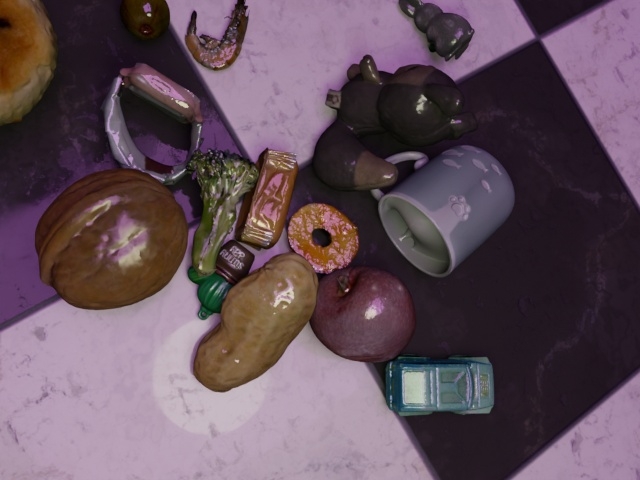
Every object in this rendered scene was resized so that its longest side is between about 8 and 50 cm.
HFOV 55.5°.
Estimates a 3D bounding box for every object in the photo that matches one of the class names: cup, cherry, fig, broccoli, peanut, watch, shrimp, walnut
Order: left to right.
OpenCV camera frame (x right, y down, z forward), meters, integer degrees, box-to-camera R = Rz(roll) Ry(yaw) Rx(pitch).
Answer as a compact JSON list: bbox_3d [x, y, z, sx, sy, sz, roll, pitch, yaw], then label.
[{"bbox_3d":[-0.453,0.001,1.323,0.332,0.333,0.333,3,80,-15],"label":"walnut"},{"bbox_3d":[-0.431,-0.614,1.525,0.124,0.124,0.236,8,65,-14],"label":"fig"},{"bbox_3d":[-0.405,-0.261,1.456,0.253,0.162,0.241,31,86,-15],"label":"watch"},{"bbox_3d":[-0.248,-0.066,1.409,0.165,0.145,0.304,21,71,-44],"label":"broccoli"},{"bbox_3d":[-0.268,-0.550,1.585,0.150,0.051,0.217,20,80,-4],"label":"shrimp"},{"bbox_3d":[-0.151,0.193,1.391,0.192,0.169,0.387,29,102,-38],"label":"peanut"},{"bbox_3d":[0.105,0.182,1.466,0.307,0.261,0.221,44,51,-42],"label":"cherry"},{"bbox_3d":[0.301,-0.117,1.588,0.274,0.259,0.356,-37,61,-19],"label":"cup"}]

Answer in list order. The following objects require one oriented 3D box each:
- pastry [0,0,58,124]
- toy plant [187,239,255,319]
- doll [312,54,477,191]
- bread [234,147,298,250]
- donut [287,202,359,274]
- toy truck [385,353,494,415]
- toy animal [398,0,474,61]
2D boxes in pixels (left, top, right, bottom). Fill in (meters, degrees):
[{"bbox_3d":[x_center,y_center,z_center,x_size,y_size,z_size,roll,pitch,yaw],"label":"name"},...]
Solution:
[{"bbox_3d":[-0.768,-0.422,1.280,0.388,0.312,0.389,-11,106,-42],"label":"pastry"},{"bbox_3d":[-0.247,0.093,1.458,0.143,0.105,0.200,37,85,0],"label":"toy plant"},{"bbox_3d":[0.196,-0.278,1.551,0.252,0.382,0.379,13,95,-53],"label":"doll"},{"bbox_3d":[-0.129,-0.099,1.502,0.107,0.136,0.241,17,78,-15],"label":"bread"},{"bbox_3d":[0.000,-0.001,1.555,0.190,0.074,0.174,28,76,-5],"label":"donut"},{"bbox_3d":[0.303,0.366,1.534,0.278,0.156,0.155,3,80,-14],"label":"toy truck"},{"bbox_3d":[0.334,-0.621,1.731,0.108,0.138,0.236,-15,69,-47],"label":"toy animal"}]
